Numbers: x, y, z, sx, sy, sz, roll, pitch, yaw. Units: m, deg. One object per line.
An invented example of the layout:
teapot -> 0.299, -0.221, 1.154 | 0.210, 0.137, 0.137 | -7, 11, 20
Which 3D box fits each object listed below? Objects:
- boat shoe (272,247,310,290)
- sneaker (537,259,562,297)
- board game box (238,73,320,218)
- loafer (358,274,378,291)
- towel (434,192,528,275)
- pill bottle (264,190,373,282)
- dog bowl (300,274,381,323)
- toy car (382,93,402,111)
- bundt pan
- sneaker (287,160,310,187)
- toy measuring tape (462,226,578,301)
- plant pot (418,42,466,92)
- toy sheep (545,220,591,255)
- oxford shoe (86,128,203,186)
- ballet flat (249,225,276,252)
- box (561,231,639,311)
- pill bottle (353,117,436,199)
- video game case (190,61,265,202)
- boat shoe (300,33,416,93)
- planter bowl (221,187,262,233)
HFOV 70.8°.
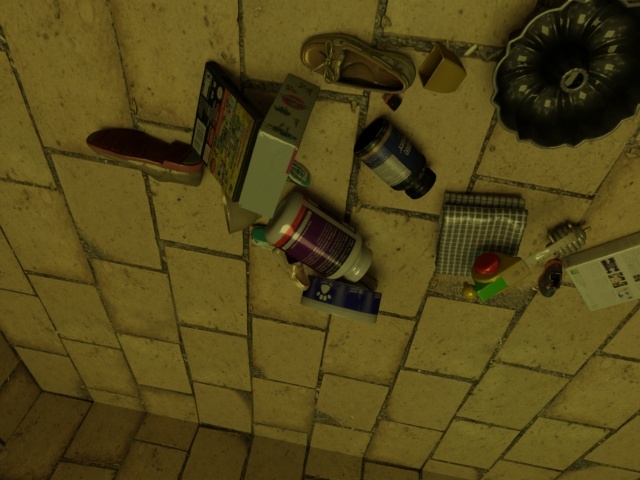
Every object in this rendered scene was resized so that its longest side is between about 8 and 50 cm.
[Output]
boat shoe -> -0.086, 0.082, 1.439 | 0.170, 0.063, 0.059 | 52, 129, 3
sneaker -> 0.735, 0.137, 1.438 | 0.061, 0.065, 0.158 | -1, 131, 14
board game box -> -0.100, -0.240, 1.118 | 0.097, 0.304, 0.224 | 20, 133, -8
loafer -> 0.152, 0.133, 1.592 | 0.125, 0.039, 0.045 | 38, 163, -18
towel -> 0.467, 0.001, 1.338 | 0.234, 0.121, 0.284 | 3, 133, 11
pill bottle -> 0.000, 0.000, 1.400 | 0.322, 0.182, 0.181 | 33, 130, -17
dog bowl -> 0.070, 0.196, 1.520 | 0.264, 0.104, 0.265 | 14, 175, 1
toy car -> 0.193, -0.385, 1.117 | 0.040, 0.060, 0.122 | 45, 121, 30
bundt pan -> 0.535, -0.372, 0.978 | 0.330, 0.124, 0.331 | 6, 133, 6
sneaker -> -0.108, -0.205, 1.332 | 0.166, 0.065, 0.076 | 32, 147, -12
toy measuring tape -> 0.531, 0.053, 1.244 | 0.330, 0.121, 0.121 | -36, 118, 12
plant pot -> 0.290, -0.393, 1.049 | 0.083, 0.082, 0.081 | 16, 135, -18
toy sheep -> 0.716, -0.004, 1.303 | 0.091, 0.091, 0.132 | 40, 123, -23
oxford shoe -> -0.522, -0.235, 1.349 | 0.348, 0.123, 0.130 | 16, 139, -1
ballet flat -> -0.125, 0.013, 1.525 | 0.240, 0.091, 0.077 | 23, 163, -3
box -> 0.937, 0.085, 1.353 | 0.321, 0.059, 0.232 | -25, 122, 32
pill bottle -> 0.202, -0.211, 1.201 | 0.219, 0.123, 0.122 | 37, 129, -21
video game case -> -0.255, -0.283, 1.198 | 0.248, 0.035, 0.275 | 50, 137, 23
boat shoe -> 0.078, -0.409, 1.050 | 0.285, 0.089, 0.105 | 16, 130, 13
planter bowl -> -0.240, -0.108, 1.389 | 0.109, 0.162, 0.162 | -9, 135, -14
